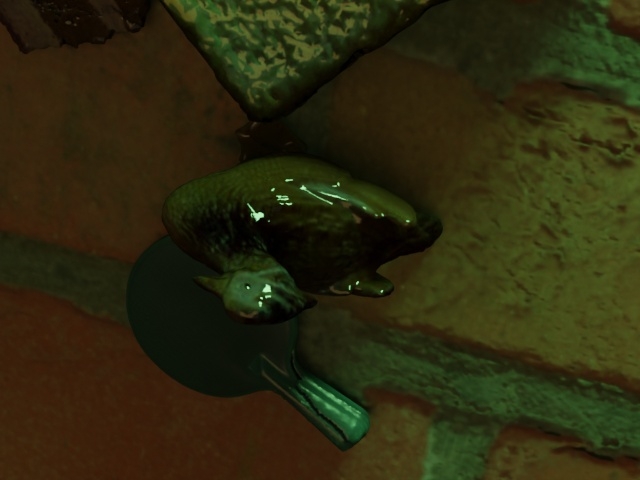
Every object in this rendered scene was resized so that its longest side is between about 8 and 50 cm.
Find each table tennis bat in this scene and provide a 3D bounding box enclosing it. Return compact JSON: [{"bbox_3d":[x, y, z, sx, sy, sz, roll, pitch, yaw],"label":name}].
[{"bbox_3d":[-0.049,0.076,0.734,0.201,0.033,0.124,39,117,-1],"label":"table tennis bat"}]

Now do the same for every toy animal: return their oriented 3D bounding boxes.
[{"bbox_3d":[0.000,0.000,0.619,0.188,0.179,0.089,7,118,-18],"label":"toy animal"}]

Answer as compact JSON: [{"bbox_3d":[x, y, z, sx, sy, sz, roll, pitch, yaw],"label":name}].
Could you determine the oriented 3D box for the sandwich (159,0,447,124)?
[{"bbox_3d":[0.003,-0.222,0.544,0.273,0.095,0.249,-30,114,22],"label":"sandwich"}]

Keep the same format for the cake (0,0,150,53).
[{"bbox_3d":[-0.196,-0.252,0.620,0.115,0.113,0.295,-12,120,24],"label":"cake"}]
